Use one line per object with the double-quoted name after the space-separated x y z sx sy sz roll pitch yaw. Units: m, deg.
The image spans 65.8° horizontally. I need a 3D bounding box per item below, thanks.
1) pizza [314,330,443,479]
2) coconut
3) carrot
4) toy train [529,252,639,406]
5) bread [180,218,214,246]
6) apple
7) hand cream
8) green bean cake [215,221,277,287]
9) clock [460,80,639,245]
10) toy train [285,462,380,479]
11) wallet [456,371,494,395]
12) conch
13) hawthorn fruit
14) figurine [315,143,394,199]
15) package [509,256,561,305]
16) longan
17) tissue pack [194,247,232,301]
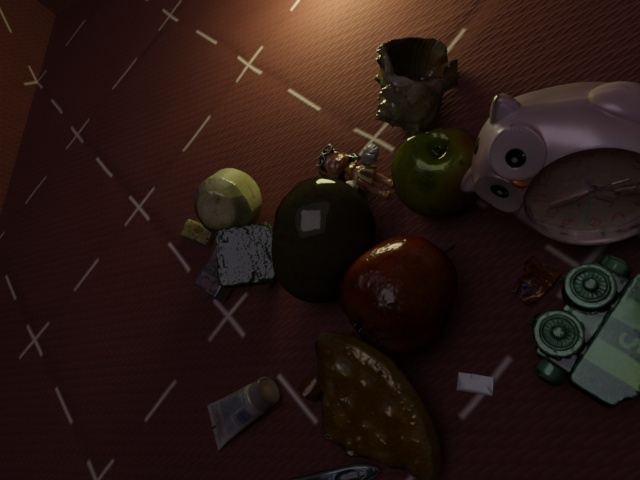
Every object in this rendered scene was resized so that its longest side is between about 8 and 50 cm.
0.118 0.393 1.159 0.409 0.114 0.278 44 121 23 "pizza"
-0.292 -0.127 1.595 0.202 0.222 0.202 4 111 11 "coconut"
0.025 0.326 1.311 0.061 0.061 0.210 34 86 35 "carrot"
0.569 0.182 0.994 0.238 0.167 0.299 32 89 30 "toy train"
-0.429 -0.028 1.737 0.153 0.028 0.068 19 82 36 "bread"
0.298 -0.185 1.260 0.246 0.226 0.246 -11 65 23 "apple"
-0.225 0.479 1.388 0.247 0.083 0.133 -37 55 25 "hand cream"
-0.219 0.047 1.497 0.183 0.094 0.185 -8 82 3 "green bean cake"
0.516 -0.176 1.044 0.376 0.368 0.251 13 51 6 "clock"
0.026 0.585 1.207 0.251 0.048 0.055 -23 62 20 "toy train"
0.357 0.331 1.142 0.083 0.011 0.044 2 71 31 "wallet"
0.250 -0.446 1.409 0.186 0.263 0.324 -11 26 49 "conch"
0.208 0.110 1.177 0.330 0.287 0.287 -40 53 -16 "hawthorn fruit"
0.100 -0.195 1.446 0.240 0.116 0.175 25 83 28 "figurine"
0.493 0.094 1.148 0.111 0.033 0.077 -49 45 -2 "package"
0.000 0.000 1.326 0.288 0.288 0.350 34 119 35 "longan"
-0.319 0.104 1.596 0.115 0.065 0.155 29 87 36 "tissue pack"
